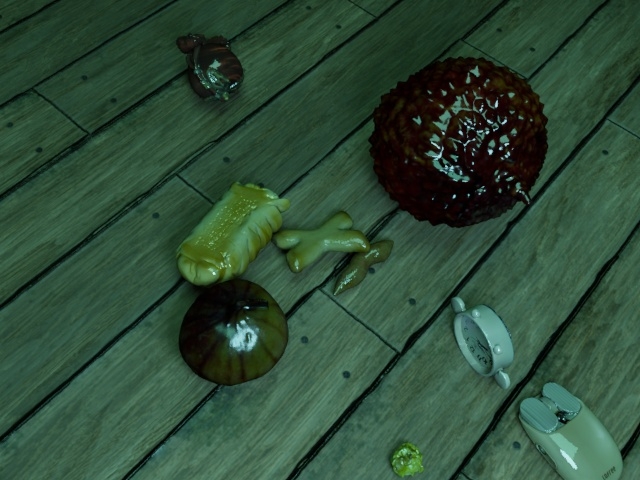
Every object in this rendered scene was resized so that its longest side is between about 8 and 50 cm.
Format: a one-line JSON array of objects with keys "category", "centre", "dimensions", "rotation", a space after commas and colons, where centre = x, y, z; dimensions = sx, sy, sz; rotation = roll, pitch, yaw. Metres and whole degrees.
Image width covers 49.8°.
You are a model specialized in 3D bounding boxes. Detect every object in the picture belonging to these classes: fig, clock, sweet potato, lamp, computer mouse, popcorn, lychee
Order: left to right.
[{"category": "lamp", "centre": [-0.289, -0.486, 1.922], "dimensions": [0.151, 0.215, 0.223], "rotation": [-11, 89, 24]}, {"category": "fig", "centre": [-0.188, 0.191, 1.477], "dimensions": [0.234, 0.214, 0.235], "rotation": [-9, 64, 18]}, {"category": "sweet potato", "centre": [0.097, 0.060, 1.669], "dimensions": [0.065, 0.051, 0.218], "rotation": [33, 60, 32]}, {"category": "popcorn", "centre": [0.179, 0.450, 1.423], "dimensions": [0.083, 0.068, 0.060], "rotation": [-21, 103, -43]}, {"category": "lychee", "centre": [0.340, -0.224, 1.646], "dimensions": [0.424, 0.425, 0.500], "rotation": [-26, 41, -20]}, {"category": "clock", "centre": [0.363, 0.219, 1.527], "dimensions": [0.063, 0.156, 0.229], "rotation": [-22, 65, -18]}, {"category": "computer mouse", "centre": [0.531, 0.418, 1.460], "dimensions": [0.145, 0.082, 0.237], "rotation": [-27, 64, -19]}]

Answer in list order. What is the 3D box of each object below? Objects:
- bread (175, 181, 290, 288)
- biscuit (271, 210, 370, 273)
[{"category": "bread", "centre": [-0.215, -0.007, 1.638], "dimensions": [0.172, 0.121, 0.311], "rotation": [23, 55, 22]}, {"category": "biscuit", "centre": [0.000, -0.001, 1.675], "dimensions": [0.207, 0.047, 0.164], "rotation": [-18, 41, -15]}]
